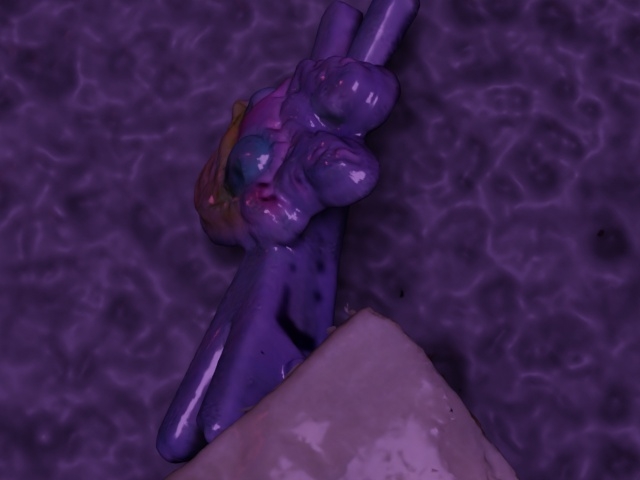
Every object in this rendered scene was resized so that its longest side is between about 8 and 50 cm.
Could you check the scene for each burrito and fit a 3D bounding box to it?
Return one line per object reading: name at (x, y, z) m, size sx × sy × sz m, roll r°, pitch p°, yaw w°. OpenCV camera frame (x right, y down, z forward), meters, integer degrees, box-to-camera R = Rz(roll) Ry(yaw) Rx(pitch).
burrito at (-0.036, 0.208, 0.801) m, size 0.332 × 0.190 × 0.135 m, roll -41°, pitch 41°, yaw -5°

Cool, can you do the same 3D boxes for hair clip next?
hair clip at (-0.013, 0.000, 0.888) m, size 0.090 × 0.137 × 0.278 m, roll 14°, pitch 77°, yaw -29°
